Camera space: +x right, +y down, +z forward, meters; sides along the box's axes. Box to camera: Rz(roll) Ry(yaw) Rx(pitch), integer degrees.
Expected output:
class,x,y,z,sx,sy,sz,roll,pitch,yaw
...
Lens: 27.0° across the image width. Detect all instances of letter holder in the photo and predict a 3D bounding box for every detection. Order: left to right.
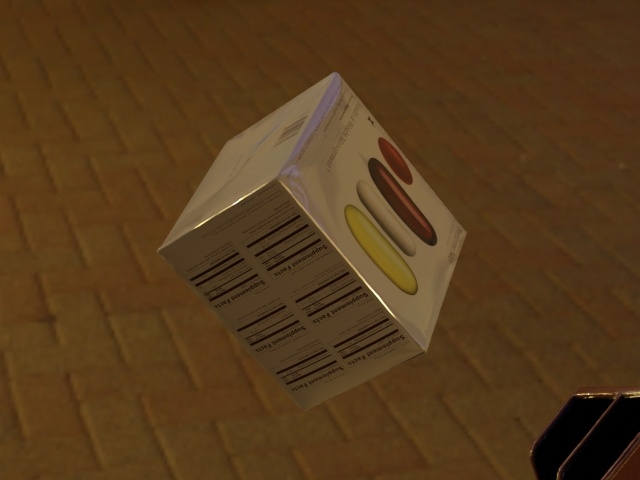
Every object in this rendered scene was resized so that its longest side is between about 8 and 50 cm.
class,x,y,z,sx,sy,sz,roll,pitch,yaw
letter holder,0.348,0.341,1.451,0.214,0.302,0.152,-42,19,-33

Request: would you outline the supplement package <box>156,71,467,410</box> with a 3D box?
class,x,y,z,sx,sy,sz,roll,pitch,yaw
supplement package,0.000,0.000,1.196,0.149,0.203,0.194,-29,21,32
